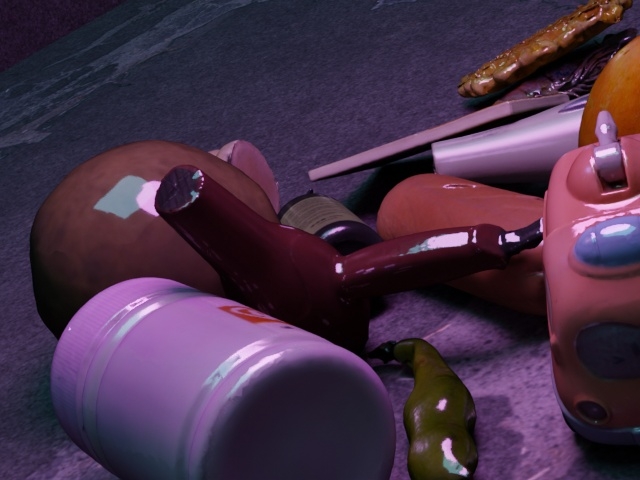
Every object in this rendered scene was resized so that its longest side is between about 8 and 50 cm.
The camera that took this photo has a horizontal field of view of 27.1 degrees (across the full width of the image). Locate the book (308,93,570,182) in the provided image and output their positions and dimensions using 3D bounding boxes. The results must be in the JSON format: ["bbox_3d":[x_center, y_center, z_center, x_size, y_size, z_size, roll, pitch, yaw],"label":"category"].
[{"bbox_3d":[0.155,-0.134,1.725,0.295,0.020,0.208,-17,0,32],"label":"book"}]

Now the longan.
[{"bbox_3d":[-0.185,0.018,1.522,0.297,0.297,0.297,-17,24,8],"label":"longan"}]

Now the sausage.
[{"bbox_3d":[0.181,0.002,1.429,0.121,0.121,0.304,-31,25,-22],"label":"sausage"}]

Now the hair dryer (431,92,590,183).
[{"bbox_3d":[0.258,-0.072,1.529,0.296,0.119,0.298,3,38,24],"label":"hair dryer"}]

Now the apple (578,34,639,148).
[{"bbox_3d":[0.374,-0.100,1.333,0.207,0.237,0.237,-58,16,18],"label":"apple"}]

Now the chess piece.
[{"bbox_3d":[-0.198,-0.041,1.830,0.261,0.142,0.143,-15,24,22],"label":"chess piece"}]

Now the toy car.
[{"bbox_3d":[0.272,0.029,1.144,0.181,0.212,0.270,-13,43,17],"label":"toy car"}]

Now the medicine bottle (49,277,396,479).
[{"bbox_3d":[-0.098,0.157,1.223,0.202,0.202,0.316,-32,26,-24],"label":"medicine bottle"}]

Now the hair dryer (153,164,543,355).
[{"bbox_3d":[0.048,0.002,1.297,0.340,0.312,0.123,-15,52,22],"label":"hair dryer"}]

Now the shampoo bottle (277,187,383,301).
[{"bbox_3d":[0.000,0.000,1.596,0.101,0.101,0.284,-24,17,-8],"label":"shampoo bottle"}]

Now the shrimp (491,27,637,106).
[{"bbox_3d":[0.361,-0.209,1.831,0.296,0.058,0.169,-33,33,-17],"label":"shrimp"}]

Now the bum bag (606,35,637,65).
[{"bbox_3d":[0.460,-0.176,1.497,0.326,0.079,0.142,-4,61,-8],"label":"bum bag"}]

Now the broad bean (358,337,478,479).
[{"bbox_3d":[0.096,0.160,1.251,0.098,0.056,0.318,-38,18,-2],"label":"broad bean"}]

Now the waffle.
[{"bbox_3d":[0.324,-0.281,1.932,0.291,0.051,0.291,-31,3,2],"label":"waffle"}]
